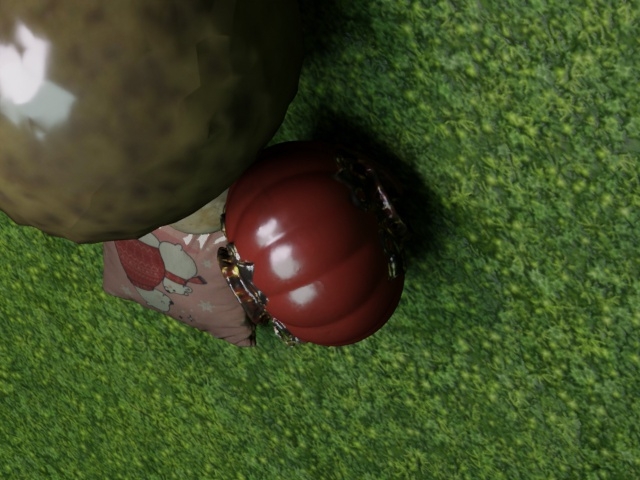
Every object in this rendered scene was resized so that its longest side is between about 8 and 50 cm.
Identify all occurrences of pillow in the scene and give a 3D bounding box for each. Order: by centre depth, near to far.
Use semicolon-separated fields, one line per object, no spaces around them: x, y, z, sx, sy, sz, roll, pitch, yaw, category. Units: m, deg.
-0.174;0.017;2.324;0.236;0.084;0.223;22;136;25;pillow

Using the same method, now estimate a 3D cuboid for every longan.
-0.209;-0.196;1.914;0.391;0.391;0.391;26;140;24;longan

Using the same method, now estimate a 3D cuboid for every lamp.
0.000;0.000;2.041;0.227;0.227;0.227;26;140;24;lamp

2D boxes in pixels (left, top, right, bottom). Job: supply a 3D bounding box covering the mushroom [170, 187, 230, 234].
-0.143;-0.085;2.151;0.127;0.166;0.166;-35;100;12;mushroom
